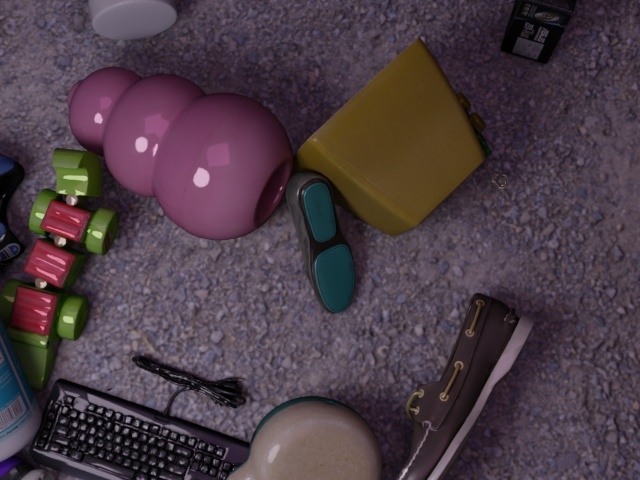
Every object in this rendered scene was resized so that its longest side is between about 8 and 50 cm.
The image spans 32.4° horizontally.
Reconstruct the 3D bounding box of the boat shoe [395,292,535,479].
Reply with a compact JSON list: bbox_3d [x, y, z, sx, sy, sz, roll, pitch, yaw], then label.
[{"bbox_3d":[0.177,0.219,1.503,0.097,0.116,0.324,31,73,10],"label":"boat shoe"}]

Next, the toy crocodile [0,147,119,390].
[{"bbox_3d":[-0.367,0.039,1.509,0.115,0.105,0.340,19,93,3],"label":"toy crocodile"}]

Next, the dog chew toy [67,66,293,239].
[{"bbox_3d":[-0.208,-0.138,1.539,0.332,0.206,0.206,26,76,12],"label":"dog chew toy"}]

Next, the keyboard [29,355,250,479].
[{"bbox_3d":[-0.223,0.259,1.520,0.317,0.033,0.201,18,76,2],"label":"keyboard"}]

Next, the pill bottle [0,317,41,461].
[{"bbox_3d":[-0.470,0.153,1.417,0.146,0.146,0.264,-18,115,-6],"label":"pill bottle"}]

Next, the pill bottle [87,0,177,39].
[{"bbox_3d":[-0.297,-0.458,1.625,0.169,0.169,0.301,-11,76,-5],"label":"pill bottle"}]

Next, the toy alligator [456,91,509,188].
[{"bbox_3d":[0.222,-0.157,1.632,0.056,0.051,0.189,-37,87,23],"label":"toy alligator"}]

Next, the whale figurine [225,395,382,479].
[{"bbox_3d":[-0.025,0.337,1.471,0.216,0.141,0.272,12,99,-12],"label":"whale figurine"}]

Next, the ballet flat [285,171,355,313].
[{"bbox_3d":[0.000,0.000,1.560,0.072,0.068,0.213,-22,114,-21],"label":"ballet flat"}]

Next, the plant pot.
[{"bbox_3d":[0.103,-0.124,1.549,0.212,0.212,0.187,-43,93,-11],"label":"plant pot"}]

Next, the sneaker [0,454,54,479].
[{"bbox_3d":[-0.490,0.388,1.420,0.146,0.102,0.293,27,51,14],"label":"sneaker"}]

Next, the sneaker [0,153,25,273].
[{"bbox_3d":[-0.498,0.018,1.520,0.147,0.130,0.330,13,76,4],"label":"sneaker"}]

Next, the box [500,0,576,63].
[{"bbox_3d":[0.334,-0.368,1.619,0.078,0.180,0.147,18,75,4],"label":"box"}]
